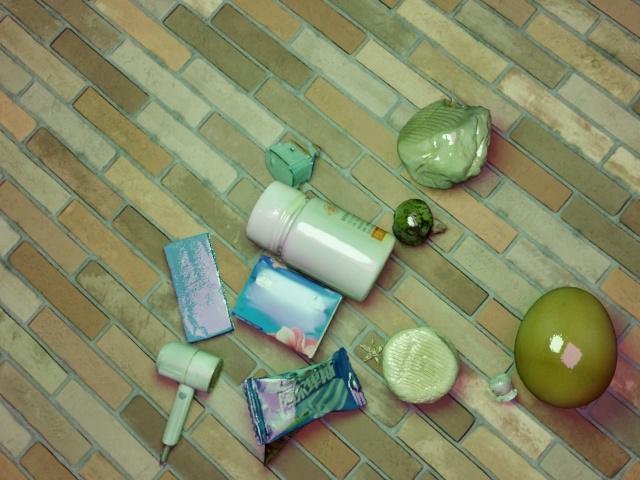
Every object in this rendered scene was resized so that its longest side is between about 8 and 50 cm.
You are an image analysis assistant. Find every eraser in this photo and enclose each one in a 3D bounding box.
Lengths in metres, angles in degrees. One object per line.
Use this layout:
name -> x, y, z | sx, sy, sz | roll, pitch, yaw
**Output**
eraser -> -0.366, 0.141, 1.681 | 0.144, 0.042, 0.311 | -17, 81, 1

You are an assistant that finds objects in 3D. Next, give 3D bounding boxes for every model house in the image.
model house -> -0.069, -0.241, 1.694 | 0.149, 0.119, 0.148 | -31, 59, -23

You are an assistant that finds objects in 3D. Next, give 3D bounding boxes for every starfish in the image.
starfish -> 0.159, 0.325, 1.633 | 0.092, 0.016, 0.086 | -34, 83, -4

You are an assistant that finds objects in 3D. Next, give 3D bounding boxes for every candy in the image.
candy -> -0.045, 0.425, 1.553 | 0.331, 0.077, 0.187 | -13, 71, -20

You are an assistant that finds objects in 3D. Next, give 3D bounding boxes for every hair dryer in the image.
hair dryer -> -0.419, 0.483, 1.616 | 0.173, 0.107, 0.357 | 18, 90, 9

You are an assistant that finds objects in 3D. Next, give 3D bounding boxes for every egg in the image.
egg -> 0.650, 0.280, 1.484 | 0.250, 0.250, 0.322 | 13, 79, 6

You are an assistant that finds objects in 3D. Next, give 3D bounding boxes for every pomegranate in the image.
pomegranate -> 0.282, -0.047, 1.638 | 0.126, 0.163, 0.138 | -17, 60, 40

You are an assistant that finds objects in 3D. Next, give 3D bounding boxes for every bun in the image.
bun -> 0.360, -0.262, 1.596 | 0.282, 0.281, 0.204 | -36, 115, -2
bun -> 0.279, 0.345, 1.561 | 0.221, 0.134, 0.220 | 0, 89, 4

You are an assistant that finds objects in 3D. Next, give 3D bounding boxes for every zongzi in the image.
zongzi -> -0.157, 0.510, 1.589 | 0.187, 0.084, 0.184 | 42, 81, 10

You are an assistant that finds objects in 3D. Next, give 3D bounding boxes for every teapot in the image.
teapot -> 0.507, 0.420, 1.570 | 0.083, 0.064, 0.064 | -35, 89, -6

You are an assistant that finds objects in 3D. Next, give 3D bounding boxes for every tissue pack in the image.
tissue pack -> -0.093, 0.184, 1.608 | 0.270, 0.137, 0.209 | 28, 83, 8

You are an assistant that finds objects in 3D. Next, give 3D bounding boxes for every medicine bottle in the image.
medicine bottle -> 0.000, 0.000, 1.588 | 0.389, 0.219, 0.219 | 26, 84, 8
